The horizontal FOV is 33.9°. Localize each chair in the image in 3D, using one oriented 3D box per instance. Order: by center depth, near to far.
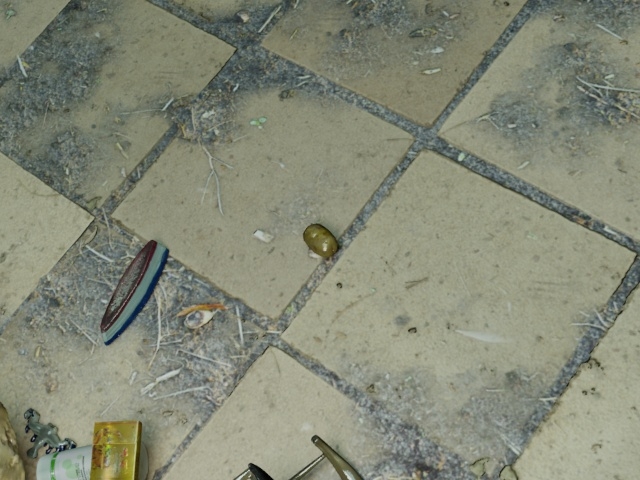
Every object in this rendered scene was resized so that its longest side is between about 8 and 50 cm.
[{"bbox_3d":[-0.056,0.452,1.702,0.272,0.166,0.188,-37,58,-4],"label":"chair"}]

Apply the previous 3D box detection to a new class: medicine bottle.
[{"bbox_3d":[-0.408,0.410,1.889,0.183,0.086,0.086,-14,59,11],"label":"medicine bottle"}]

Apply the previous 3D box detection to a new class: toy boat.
[{"bbox_3d":[-0.376,0.100,2.076,0.080,0.046,0.229,19,67,23],"label":"toy boat"}]

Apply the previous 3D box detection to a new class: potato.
[{"bbox_3d":[0.000,0.000,2.008,0.051,0.040,0.083,-47,57,4],"label":"potato"}]

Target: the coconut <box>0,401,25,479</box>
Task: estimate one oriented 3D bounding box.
[{"bbox_3d":[-0.694,0.416,1.829,0.346,0.346,0.360,36,85,31],"label":"coconut"}]

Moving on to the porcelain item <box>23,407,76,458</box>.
[{"bbox_3d":[-0.527,0.380,1.981,0.136,0.021,0.075,30,74,29],"label":"porcelain item"}]

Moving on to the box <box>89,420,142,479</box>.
[{"bbox_3d":[-0.356,0.392,1.820,0.089,0.022,0.156,-3,70,14],"label":"box"}]
